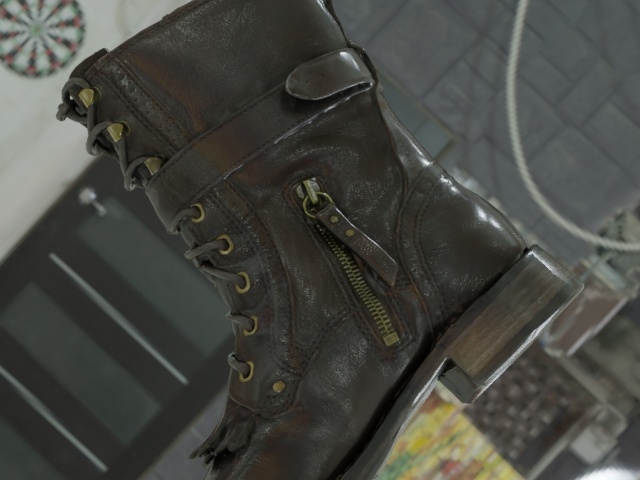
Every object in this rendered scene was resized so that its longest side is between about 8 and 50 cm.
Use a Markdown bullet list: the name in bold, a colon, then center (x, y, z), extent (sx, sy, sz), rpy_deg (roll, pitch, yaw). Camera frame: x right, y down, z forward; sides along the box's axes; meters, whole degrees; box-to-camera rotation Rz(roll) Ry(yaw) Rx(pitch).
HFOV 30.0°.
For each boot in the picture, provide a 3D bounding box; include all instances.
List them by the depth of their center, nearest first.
- **boot**: center (-0.039, 0.011, 0.526), extent (0.229, 0.263, 0.091), rpy_deg (47, -18, 12)
